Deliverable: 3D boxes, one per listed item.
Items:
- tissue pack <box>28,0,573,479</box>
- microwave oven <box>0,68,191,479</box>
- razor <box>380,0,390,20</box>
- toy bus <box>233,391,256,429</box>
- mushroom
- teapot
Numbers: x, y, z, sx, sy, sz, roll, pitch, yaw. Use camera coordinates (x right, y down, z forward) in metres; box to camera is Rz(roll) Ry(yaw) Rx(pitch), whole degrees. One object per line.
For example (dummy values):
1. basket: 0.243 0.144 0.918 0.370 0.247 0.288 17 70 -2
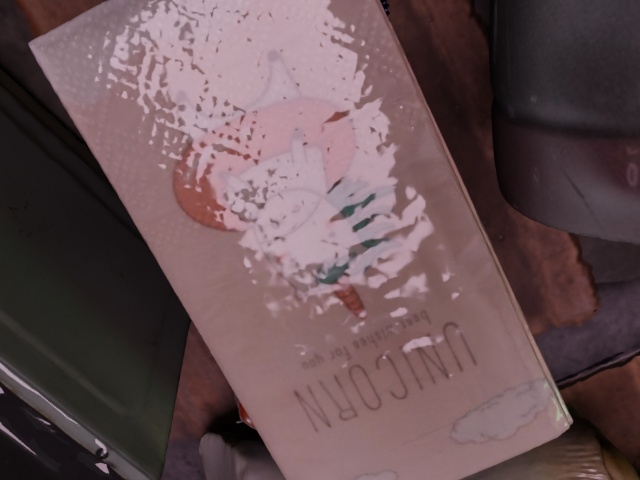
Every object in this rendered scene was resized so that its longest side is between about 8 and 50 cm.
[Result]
1. tissue pack: 0.000 0.000 0.496 0.170 0.071 0.325 -25 108 8
2. microwave oven: -0.275 0.016 0.524 0.218 0.286 0.355 -37 113 17
3. razor: 0.036 -0.192 0.564 0.028 0.044 0.154 17 120 25
4. toy bus: -0.005 0.017 0.607 0.121 0.120 0.265 4 114 -1
5. mushroom: 0.076 0.181 0.682 0.329 0.159 0.122 -2 121 -9
6. teapot: 0.237 -0.187 0.480 0.315 0.233 0.312 -17 112 -25
